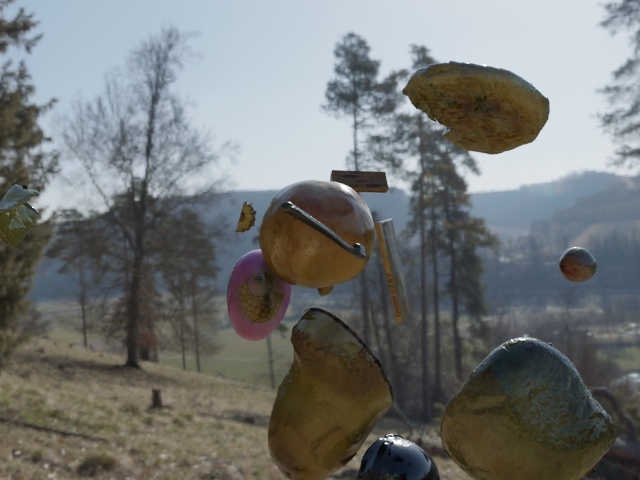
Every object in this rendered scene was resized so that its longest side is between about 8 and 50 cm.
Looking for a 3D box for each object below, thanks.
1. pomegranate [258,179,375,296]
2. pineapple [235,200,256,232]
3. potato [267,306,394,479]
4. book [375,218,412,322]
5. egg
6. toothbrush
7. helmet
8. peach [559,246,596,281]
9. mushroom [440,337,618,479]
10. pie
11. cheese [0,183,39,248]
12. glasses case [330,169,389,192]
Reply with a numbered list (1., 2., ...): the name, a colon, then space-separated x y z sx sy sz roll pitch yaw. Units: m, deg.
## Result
1. pomegranate: 0.000 0.000 2.031 0.342 0.343 0.342 -4 0 0
2. pineapple: -0.183 -0.054 1.846 0.045 0.083 0.019 17 2 29
3. potato: -0.011 0.415 1.819 0.289 0.397 0.296 24 52 33
4. book: 0.128 0.048 1.271 0.012 0.172 0.118 -13 0 17
5. egg: -0.181 0.162 2.184 0.196 0.271 0.196 2 12 0
6. toothbrush: 0.012 -0.021 1.676 0.030 0.031 0.297 -18 -34 35
7. helmet: 0.206 0.608 1.816 0.160 0.231 0.279 11 -15 30
8. peach: 0.580 0.056 1.665 0.083 0.083 0.083 -4 0 0
9. mushroom: 0.387 0.305 1.299 0.292 0.212 0.217 -25 39 -24
10. pie: 0.350 -0.299 1.657 0.337 0.075 0.337 17 -18 5
11. cheese: -0.348 -0.037 0.835 0.041 0.060 0.084 29 -33 -8
12. glasses case: 0.116 -0.173 2.203 0.169 0.065 0.041 1 -32 -14
